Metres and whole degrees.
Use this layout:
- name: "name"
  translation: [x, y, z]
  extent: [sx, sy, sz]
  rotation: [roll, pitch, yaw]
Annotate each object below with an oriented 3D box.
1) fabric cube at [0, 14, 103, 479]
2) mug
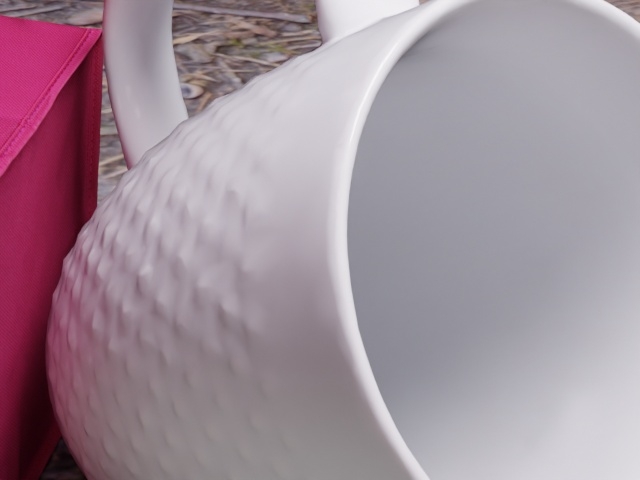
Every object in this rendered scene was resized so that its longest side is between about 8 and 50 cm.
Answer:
- name: "fabric cube"
  translation: [-0.278, 0.024, 1.017]
  extent: [0.258, 0.254, 0.259]
  rotation: [11, 30, 6]
- name: "mug"
  translation: [0.000, 0.000, 0.954]
  extent: [0.276, 0.374, 0.328]
  rotation: [-21, 3, -39]
